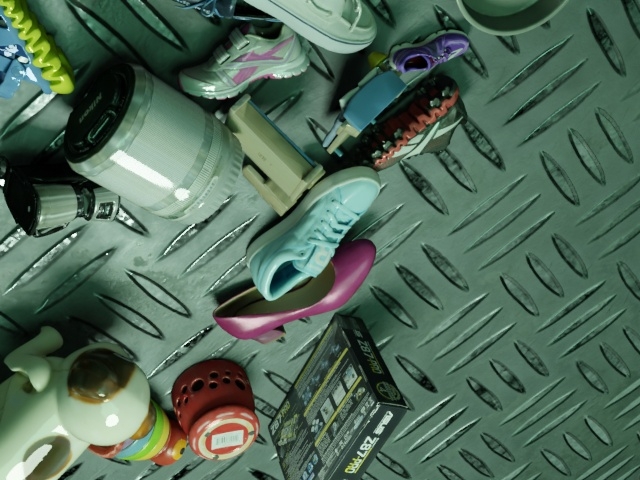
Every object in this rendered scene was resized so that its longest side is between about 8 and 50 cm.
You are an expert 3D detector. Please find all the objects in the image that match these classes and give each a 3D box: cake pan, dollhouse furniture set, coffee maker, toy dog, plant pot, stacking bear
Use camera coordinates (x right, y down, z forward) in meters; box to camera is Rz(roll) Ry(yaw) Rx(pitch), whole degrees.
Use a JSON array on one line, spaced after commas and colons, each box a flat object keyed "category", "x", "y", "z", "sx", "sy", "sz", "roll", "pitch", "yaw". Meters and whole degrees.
[{"category": "cake pan", "x": 0.382, "y": -0.543, "z": 1.879, "sx": 0.293, "sy": 0.054, "sz": 0.293, "roll": -12, "pitch": 130, "yaw": -15}, {"category": "dollhouse furniture set", "x": -0.018, "y": -0.248, "z": 1.916, "sx": 0.198, "sy": 0.286, "sz": 0.303, "roll": 46, "pitch": 72, "yaw": 0}, {"category": "coffee maker", "x": -0.484, "y": -0.100, "z": 1.801, "sx": 0.178, "sy": 0.171, "sz": 0.120, "roll": -10, "pitch": 159, "yaw": -43}, {"category": "toy dog", "x": -0.544, "y": 0.350, "z": 1.966, "sx": 0.408, "sy": 0.395, "sz": 0.284, "roll": -27, "pitch": 123, "yaw": 9}, {"category": "plant pot", "x": -0.240, "y": 0.402, "z": 2.271, "sx": 0.191, "sy": 0.174, "sz": 0.191, "roll": -12, "pitch": 127, "yaw": -16}, {"category": "stacking bear", "x": -0.413, "y": 0.440, "z": 2.239, "sx": 0.289, "sy": 0.164, "sz": 0.175, "roll": 44, "pitch": 64, "yaw": -51}]

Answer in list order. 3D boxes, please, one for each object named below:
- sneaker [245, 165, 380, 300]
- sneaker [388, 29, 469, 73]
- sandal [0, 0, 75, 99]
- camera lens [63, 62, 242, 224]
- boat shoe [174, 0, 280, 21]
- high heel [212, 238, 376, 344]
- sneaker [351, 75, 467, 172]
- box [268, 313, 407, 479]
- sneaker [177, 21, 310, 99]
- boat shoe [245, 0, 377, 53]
[{"category": "sneaker", "x": 0.000, "y": 0.000, "z": 2.036, "sx": 0.135, "sy": 0.150, "sz": 0.366, "roll": 22, "pitch": 126, "yaw": -42}, {"category": "sneaker", "x": 0.224, "y": -0.367, "z": 1.937, "sx": 0.170, "sy": 0.071, "sz": 0.068, "roll": -20, "pitch": 131, "yaw": -9}, {"category": "sandal", "x": -0.535, "y": -0.347, "z": 1.596, "sx": 0.138, "sy": 0.126, "sz": 0.317, "roll": -25, "pitch": 130, "yaw": 2}, {"category": "camera lens", "x": -0.307, "y": -0.173, "z": 1.758, "sx": 0.274, "sy": 0.219, "sz": 0.219, "roll": 32, "pitch": 109, "yaw": -38}, {"category": "boat shoe", "x": -0.159, "y": -0.442, "z": 1.700, "sx": 0.258, "sy": 0.089, "sz": 0.109, "roll": -1, "pitch": 126, "yaw": -23}, {"category": "high heel", "x": -0.055, "y": 0.103, "z": 2.137, "sx": 0.377, "sy": 0.127, "sz": 0.181, "roll": -41, "pitch": 142, "yaw": 15}, {"category": "sneaker", "x": 0.195, "y": -0.215, "z": 2.024, "sx": 0.276, "sy": 0.097, "sz": 0.135, "roll": -40, "pitch": 129, "yaw": 8}, {"category": "box", "x": 0.026, "y": 0.425, "z": 2.305, "sx": 0.097, "sy": 0.318, "sz": 0.394, "roll": 14, "pitch": 118, "yaw": -30}, {"category": "sneaker", "x": -0.148, "y": -0.343, "z": 1.785, "sx": 0.252, "sy": 0.103, "sz": 0.111, "roll": -22, "pitch": 127, "yaw": -14}, {"category": "boat shoe", "x": 0.007, "y": -0.448, "z": 1.681, "sx": 0.157, "sy": 0.135, "sz": 0.367, "roll": -26, "pitch": 149, "yaw": 36}]
